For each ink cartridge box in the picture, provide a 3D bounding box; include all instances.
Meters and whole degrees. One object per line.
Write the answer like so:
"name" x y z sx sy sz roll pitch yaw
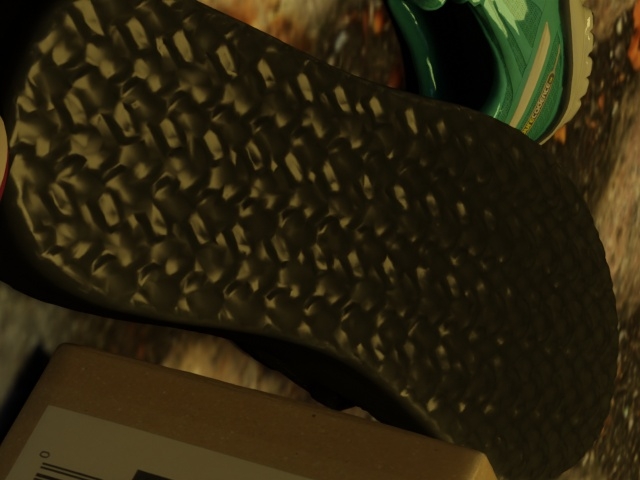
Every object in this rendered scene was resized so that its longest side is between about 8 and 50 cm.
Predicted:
"ink cartridge box" -0.057 0.170 0.635 0.234 0.193 0.088 -64 151 -29

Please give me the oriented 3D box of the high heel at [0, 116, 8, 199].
"high heel" -0.172 0.052 0.555 0.244 0.082 0.117 -67 176 -46

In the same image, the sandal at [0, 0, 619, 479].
"sandal" 0.000 -0.003 0.809 0.446 0.107 0.167 28 74 -45

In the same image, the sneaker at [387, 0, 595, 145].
"sneaker" 0.082 -0.164 0.896 0.110 0.107 0.275 -29 120 -39
